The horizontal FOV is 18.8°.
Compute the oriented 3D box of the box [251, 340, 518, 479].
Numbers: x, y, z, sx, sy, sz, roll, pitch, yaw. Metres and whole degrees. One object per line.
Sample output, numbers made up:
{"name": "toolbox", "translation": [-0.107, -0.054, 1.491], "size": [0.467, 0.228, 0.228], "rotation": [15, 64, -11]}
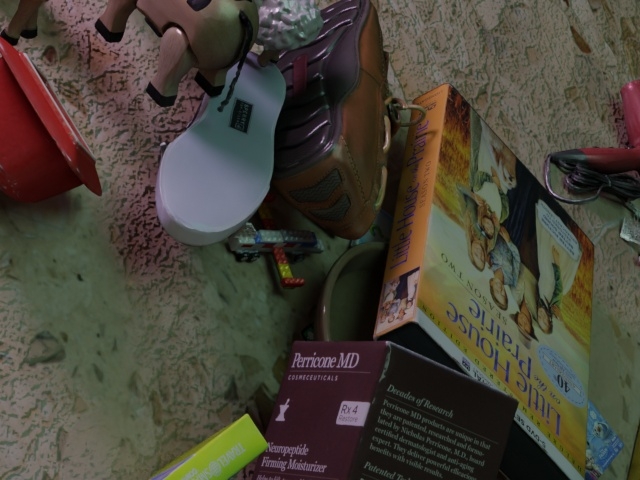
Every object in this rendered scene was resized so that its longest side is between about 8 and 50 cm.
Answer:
{"name": "box", "translation": [0.052, 0.216, 1.826], "size": [0.167, 0.168, 0.203], "rotation": [24, 74, -29]}

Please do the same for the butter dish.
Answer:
{"name": "butter dish", "translation": [-0.293, -0.094, 1.816], "size": [0.160, 0.118, 0.160], "rotation": [57, -2, 8]}

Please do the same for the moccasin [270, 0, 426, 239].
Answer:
{"name": "moccasin", "translation": [0.029, -0.143, 2.134], "size": [0.147, 0.139, 0.380], "rotation": [52, 19, -30]}

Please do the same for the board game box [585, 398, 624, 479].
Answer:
{"name": "board game box", "translation": [0.303, 0.227, 2.236], "size": [0.090, 0.020, 0.090], "rotation": [51, 39, 0]}

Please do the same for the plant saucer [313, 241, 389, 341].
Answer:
{"name": "plant saucer", "translation": [0.086, 0.135, 2.045], "size": [0.278, 0.041, 0.278], "rotation": [29, 48, -38]}

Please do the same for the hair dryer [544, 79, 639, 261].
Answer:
{"name": "hair dryer", "translation": [0.416, -0.110, 2.549], "size": [0.223, 0.080, 0.293], "rotation": [38, 41, -17]}

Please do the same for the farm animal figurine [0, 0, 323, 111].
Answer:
{"name": "farm animal figurine", "translation": [-0.185, -0.275, 1.932], "size": [0.327, 0.172, 0.330], "rotation": [38, 39, 11]}

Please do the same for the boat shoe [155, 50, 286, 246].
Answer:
{"name": "boat shoe", "translation": [-0.113, -0.077, 1.981], "size": [0.113, 0.105, 0.306], "rotation": [21, 38, -10]}

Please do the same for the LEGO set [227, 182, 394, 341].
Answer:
{"name": "LEGO set", "translation": [0.000, 0.000, 2.077], "size": [0.182, 0.060, 0.244], "rotation": [38, 42, -12]}

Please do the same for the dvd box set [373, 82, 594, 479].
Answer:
{"name": "dvd box set", "translation": [0.194, 0.054, 2.154], "size": [0.307, 0.062, 0.420], "rotation": [46, 33, -25]}

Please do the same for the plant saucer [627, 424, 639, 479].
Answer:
{"name": "plant saucer", "translation": [0.540, 0.287, 2.380], "size": [0.333, 0.081, 0.333], "rotation": [40, 41, -15]}

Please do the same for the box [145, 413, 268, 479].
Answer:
{"name": "box", "translation": [-0.136, 0.227, 1.730], "size": [0.042, 0.109, 0.178], "rotation": [56, 39, 0]}
